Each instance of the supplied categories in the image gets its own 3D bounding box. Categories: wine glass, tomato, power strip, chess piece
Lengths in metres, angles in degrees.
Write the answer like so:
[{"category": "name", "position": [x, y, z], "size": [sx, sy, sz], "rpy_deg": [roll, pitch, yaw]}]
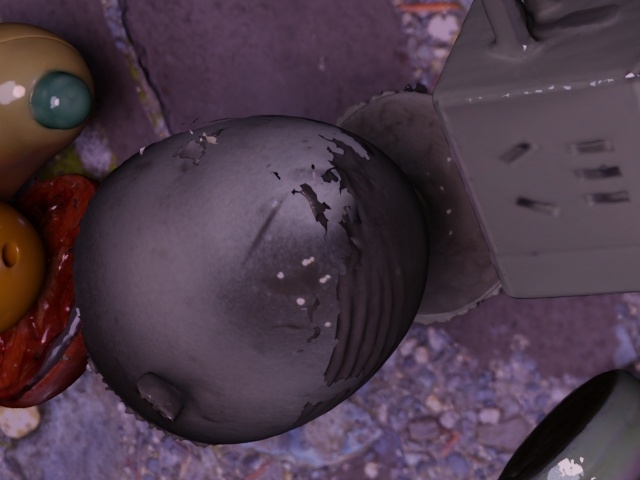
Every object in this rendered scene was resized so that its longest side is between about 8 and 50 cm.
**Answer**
[{"category": "wine glass", "position": [0.000, 0.004, 1.010], "size": [0.190, 0.357, 0.191], "rpy_deg": [4, 100, 26]}, {"category": "tomato", "position": [-0.197, 0.041, 1.255], "size": [0.174, 0.082, 0.166], "rpy_deg": [-38, 52, 28]}, {"category": "power strip", "position": [0.159, -0.091, 0.982], "size": [0.140, 0.139, 0.224], "rpy_deg": [-4, 128, 28]}, {"category": "chess piece", "position": [0.253, 0.222, 1.075], "size": [0.271, 0.139, 0.139], "rpy_deg": [43, 116, 0]}]

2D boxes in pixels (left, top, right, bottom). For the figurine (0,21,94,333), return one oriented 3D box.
[{"category": "figurine", "position": [-0.275, -0.020, 1.213], "size": [0.325, 0.124, 0.222], "rpy_deg": [-56, 47, 20]}]
